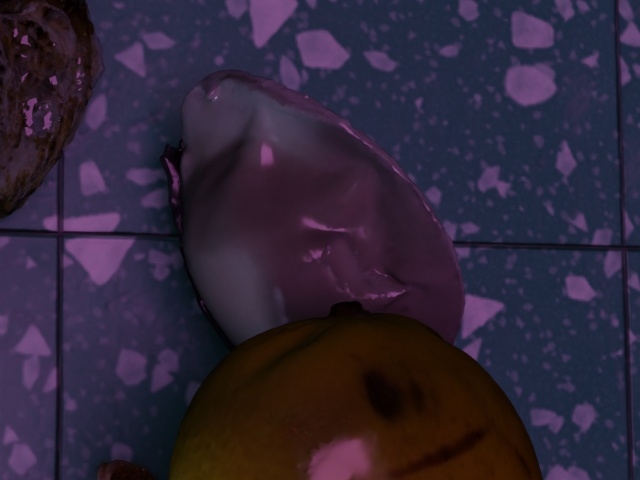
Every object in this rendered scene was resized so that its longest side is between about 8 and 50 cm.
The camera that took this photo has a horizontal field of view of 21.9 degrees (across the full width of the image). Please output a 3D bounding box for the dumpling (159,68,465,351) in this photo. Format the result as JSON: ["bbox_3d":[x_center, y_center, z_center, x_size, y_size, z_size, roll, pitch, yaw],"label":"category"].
[{"bbox_3d":[-0.016,0.008,1.251,0.163,0.204,0.293,-32,105,-12],"label":"dumpling"}]

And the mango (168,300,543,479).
[{"bbox_3d":[0.047,0.252,1.183,0.301,0.221,0.445,-43,125,-37],"label":"mango"}]

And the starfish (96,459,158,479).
[{"bbox_3d":[-0.121,0.277,1.259,0.238,0.071,0.216,5,87,-18],"label":"starfish"}]

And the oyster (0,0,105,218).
[{"bbox_3d":[-0.273,-0.111,1.233,0.198,0.112,0.267,49,62,-31],"label":"oyster"}]
